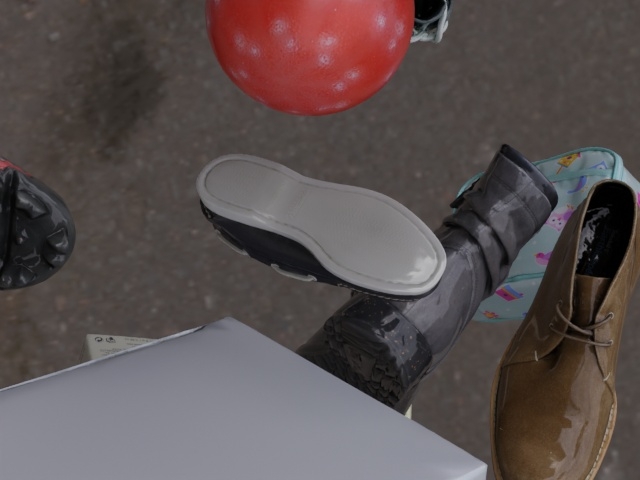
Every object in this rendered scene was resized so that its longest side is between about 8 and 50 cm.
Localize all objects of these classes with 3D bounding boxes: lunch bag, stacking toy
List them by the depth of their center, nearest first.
[{"bbox_3d":[0.019,-0.189,0.703,0.141,0.141,0.330,43,45,-35],"label":"stacking toy"},{"bbox_3d":[0.294,-0.011,2.000,0.108,0.279,0.224,42,52,-39],"label":"lunch bag"}]

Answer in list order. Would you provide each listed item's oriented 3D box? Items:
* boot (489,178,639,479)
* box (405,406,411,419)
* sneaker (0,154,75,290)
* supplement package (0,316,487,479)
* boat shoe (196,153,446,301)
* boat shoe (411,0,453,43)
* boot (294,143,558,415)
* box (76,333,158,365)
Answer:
[{"bbox_3d":[0.215,0.086,1.276,0.115,0.112,0.305,77,29,-65],"label":"boot"},{"bbox_3d":[0.005,0.268,1.693,0.117,0.213,0.243,18,53,-19],"label":"box"},{"bbox_3d":[-0.280,-0.046,0.945,0.135,0.276,0.097,-62,167,-72],"label":"sneaker"},{"bbox_3d":[-0.088,0.161,0.663,0.262,0.204,0.145,-17,117,-35],"label":"supplement package"},{"bbox_3d":[0.000,0.000,0.660,0.046,0.125,0.038,-57,154,-30],"label":"boat shoe"},{"bbox_3d":[0.065,-0.211,1.314,0.099,0.319,0.116,46,68,6],"label":"boat shoe"},{"bbox_3d":[0.097,0.052,1.276,0.118,0.338,0.222,44,73,0],"label":"boot"},{"bbox_3d":[-0.214,0.228,1.649,0.094,0.275,0.113,7,119,-20],"label":"box"}]
